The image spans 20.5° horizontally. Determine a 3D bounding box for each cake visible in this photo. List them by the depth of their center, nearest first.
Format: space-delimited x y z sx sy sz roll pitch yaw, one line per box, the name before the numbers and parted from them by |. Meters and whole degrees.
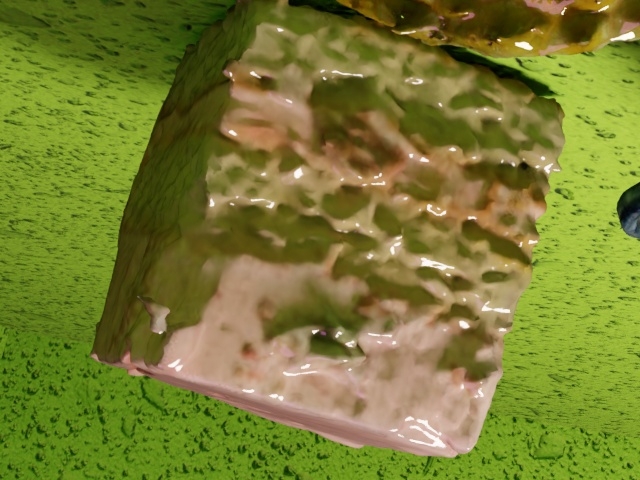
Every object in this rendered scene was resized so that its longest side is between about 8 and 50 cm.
cake | 0.000 0.000 1.435 0.314 0.307 0.293 18 168 -15

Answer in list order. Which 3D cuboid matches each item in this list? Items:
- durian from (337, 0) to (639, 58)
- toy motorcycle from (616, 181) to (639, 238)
durian | 0.091 -0.177 0.871 0.305 0.196 0.185 13 160 12
toy motorcycle | 0.371 -0.037 1.298 0.319 0.241 0.182 23 -154 -55
